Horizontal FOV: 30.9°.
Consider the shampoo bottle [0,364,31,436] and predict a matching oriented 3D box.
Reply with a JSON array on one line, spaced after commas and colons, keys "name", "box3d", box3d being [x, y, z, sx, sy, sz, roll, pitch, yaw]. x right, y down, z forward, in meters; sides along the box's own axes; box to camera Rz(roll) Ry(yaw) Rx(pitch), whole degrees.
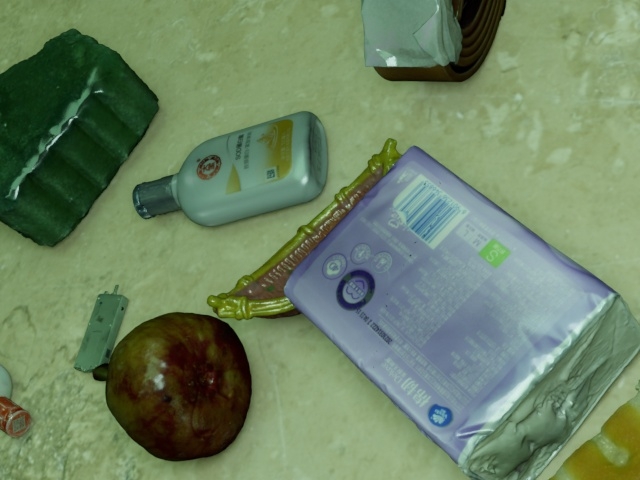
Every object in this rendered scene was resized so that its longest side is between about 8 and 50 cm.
[{"name": "shampoo bottle", "box3d": [-0.495, 0.221, 1.666, 0.221, 0.051, 0.108, 22, 73, 39]}]

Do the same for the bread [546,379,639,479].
[{"name": "bread", "box3d": [0.321, 0.292, 1.096, 0.239, 0.111, 0.246, -42, 49, 1]}]

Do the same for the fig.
[{"name": "fig", "box3d": [-0.204, 0.156, 1.462, 0.190, 0.190, 0.290, -50, 36, -4]}]

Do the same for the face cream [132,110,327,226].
[{"name": "face cream", "box3d": [-0.129, -0.089, 1.620, 0.291, 0.071, 0.144, -13, 57, 25]}]

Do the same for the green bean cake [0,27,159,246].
[{"name": "green bean cake", "box3d": [-0.439, -0.174, 1.797, 0.300, 0.169, 0.308, 29, 79, 38]}]

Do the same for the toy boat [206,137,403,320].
[{"name": "toy boat", "box3d": [0.002, 0.006, 1.457, 0.318, 0.099, 0.141, -42, 34, -12]}]

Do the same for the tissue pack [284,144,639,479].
[{"name": "tissue pack", "box3d": [0.157, 0.086, 1.287, 0.242, 0.160, 0.338, -47, 50, 0]}]

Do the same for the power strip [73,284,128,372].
[{"name": "power strip", "box3d": [-0.306, 0.125, 1.631, 0.051, 0.019, 0.136, -1, 62, 32]}]

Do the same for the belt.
[{"name": "belt", "box3d": [0.156, -0.357, 1.515, 0.122, 0.217, 0.339, 1, 65, 32]}]
